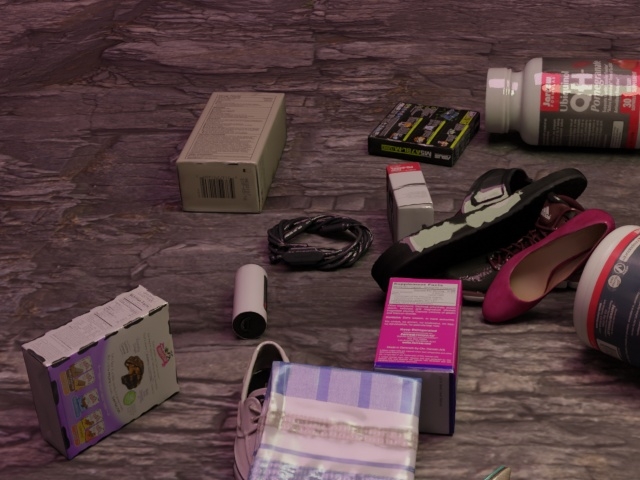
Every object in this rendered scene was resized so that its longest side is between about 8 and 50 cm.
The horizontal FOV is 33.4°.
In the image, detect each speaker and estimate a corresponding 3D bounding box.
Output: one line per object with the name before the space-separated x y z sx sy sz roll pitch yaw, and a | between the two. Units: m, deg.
speaker | -0.112 0.096 1.691 0.055 0.055 0.136 -4 31 0

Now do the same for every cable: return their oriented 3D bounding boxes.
cable | 0.000 0.000 1.855 0.184 0.047 0.150 -5 27 2

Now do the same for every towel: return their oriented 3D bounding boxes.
towel | 0.014 0.278 1.314 0.209 0.034 0.285 7 51 6

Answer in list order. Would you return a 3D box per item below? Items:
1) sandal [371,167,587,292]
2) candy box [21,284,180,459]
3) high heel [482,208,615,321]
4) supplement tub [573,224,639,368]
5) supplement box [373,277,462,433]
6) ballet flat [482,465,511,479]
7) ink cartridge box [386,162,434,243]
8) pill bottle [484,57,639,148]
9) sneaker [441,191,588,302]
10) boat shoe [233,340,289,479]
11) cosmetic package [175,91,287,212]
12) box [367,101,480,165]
sandal | 0.264 -0.049 1.753 0.445 0.167 0.107 -21 66 -29
candy box | -0.297 0.179 1.471 0.196 0.165 0.070 -29 41 -36
high heel | 0.339 0.043 1.595 0.244 0.082 0.117 -37 -2 10
supplement tub | 0.511 0.105 1.484 0.272 0.191 0.191 24 41 37
supplement box | 0.142 0.158 1.512 0.114 0.111 0.220 2 31 11
ballet flat | 0.181 0.336 1.291 0.168 0.057 0.052 -28 67 -29
ink cartridge box | 0.154 -0.052 1.851 0.063 0.109 0.150 -4 32 -2
pill bottle | 0.490 -0.274 2.114 0.318 0.176 0.176 3 32 10
sneaker | 0.329 0.000 1.699 0.281 0.163 0.106 -8 32 -8
boat shoe | -0.067 0.237 1.426 0.096 0.088 0.267 -1 32 3
cosmetic package | -0.167 -0.178 2.088 0.160 0.113 0.309 2 32 9
box | 0.214 -0.223 2.186 0.184 0.045 0.191 12 34 20
